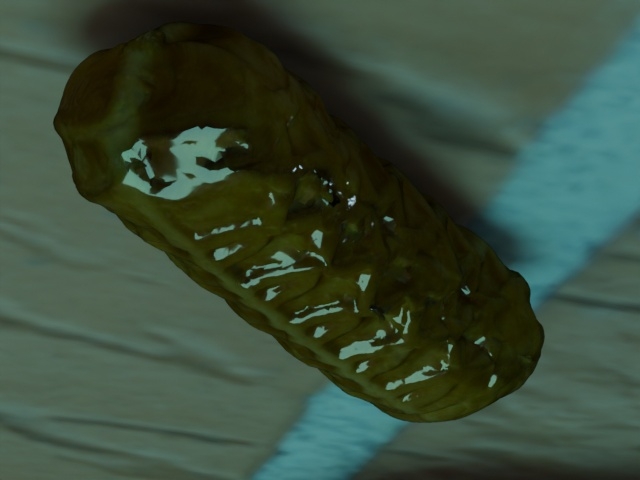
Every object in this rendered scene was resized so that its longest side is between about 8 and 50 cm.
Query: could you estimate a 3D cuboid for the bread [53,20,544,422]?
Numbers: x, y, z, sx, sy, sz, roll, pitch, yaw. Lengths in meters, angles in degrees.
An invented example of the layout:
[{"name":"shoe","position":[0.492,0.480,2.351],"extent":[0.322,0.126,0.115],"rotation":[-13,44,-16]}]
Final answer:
[{"name":"bread","position":[0.000,0.000,0.440],"extent":[0.052,0.044,0.157],"rotation":[-19,147,25]}]
